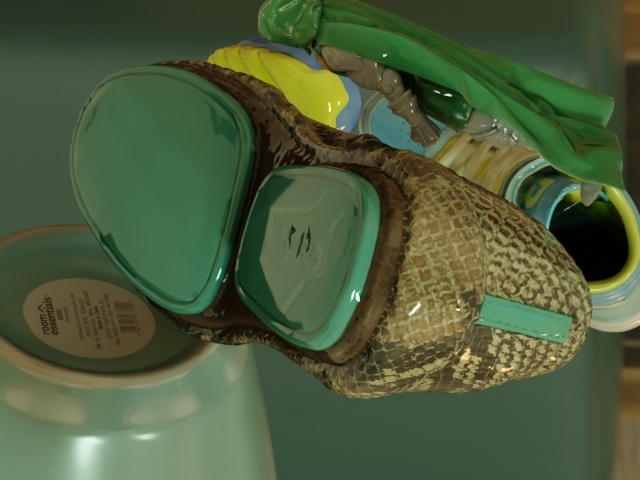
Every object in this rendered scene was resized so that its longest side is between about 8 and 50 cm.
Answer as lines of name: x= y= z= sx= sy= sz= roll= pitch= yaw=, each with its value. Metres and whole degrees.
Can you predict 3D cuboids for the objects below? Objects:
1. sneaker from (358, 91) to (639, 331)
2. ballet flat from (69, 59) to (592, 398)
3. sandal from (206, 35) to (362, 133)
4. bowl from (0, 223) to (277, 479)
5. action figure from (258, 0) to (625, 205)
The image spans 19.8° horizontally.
sneaker: x=0.157 y=-0.052 z=1.557 sx=0.319 sy=0.208 sz=0.127 roll=34 pitch=88 yaw=15
ballet flat: x=0.000 y=0.000 z=1.092 sx=0.182 sy=0.483 sz=0.164 roll=16 pitch=94 yaw=-27
sandal: x=-0.038 y=-0.128 z=1.636 sx=0.317 sy=0.138 sz=0.126 roll=-1 pitch=114 yaw=66
bowl: x=-0.166 y=0.102 z=1.268 sx=0.312 sy=0.311 sz=0.163 roll=15 pitch=122 yaw=1
action figure: x=0.069 y=-0.095 z=1.114 sx=0.232 sy=0.137 sz=0.063 roll=24 pitch=111 yaw=-11
